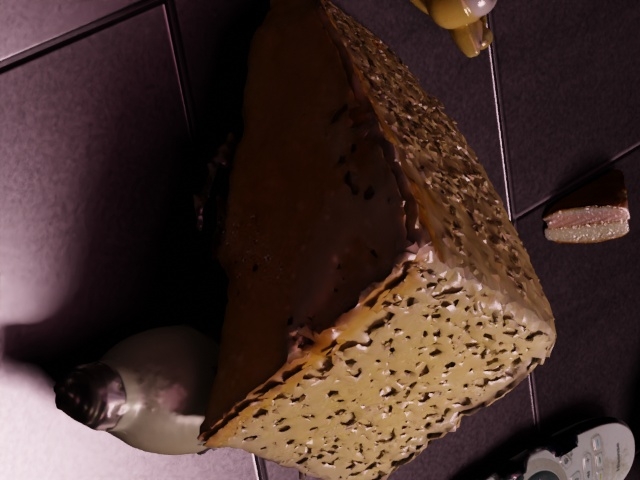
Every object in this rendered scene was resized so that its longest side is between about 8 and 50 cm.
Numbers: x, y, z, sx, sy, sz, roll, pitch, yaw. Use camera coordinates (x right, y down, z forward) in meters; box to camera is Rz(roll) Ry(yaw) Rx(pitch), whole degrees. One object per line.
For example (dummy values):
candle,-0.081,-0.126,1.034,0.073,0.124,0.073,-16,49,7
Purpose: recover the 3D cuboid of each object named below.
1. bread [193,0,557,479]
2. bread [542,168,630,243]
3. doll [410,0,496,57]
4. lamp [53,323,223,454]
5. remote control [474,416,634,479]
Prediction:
bread,0.000,0.000,1.447,0.279,0.315,0.248,-47,138,16
bread,0.265,-0.026,1.768,0.109,0.062,0.043,-28,122,-31
doll,0.070,-0.251,1.488,0.291,0.086,0.117,44,43,-44
lamp,-0.099,0.112,1.432,0.250,0.101,0.101,-2,104,-51
remote control,0.207,0.236,1.809,0.256,0.045,0.097,-19,115,-36
